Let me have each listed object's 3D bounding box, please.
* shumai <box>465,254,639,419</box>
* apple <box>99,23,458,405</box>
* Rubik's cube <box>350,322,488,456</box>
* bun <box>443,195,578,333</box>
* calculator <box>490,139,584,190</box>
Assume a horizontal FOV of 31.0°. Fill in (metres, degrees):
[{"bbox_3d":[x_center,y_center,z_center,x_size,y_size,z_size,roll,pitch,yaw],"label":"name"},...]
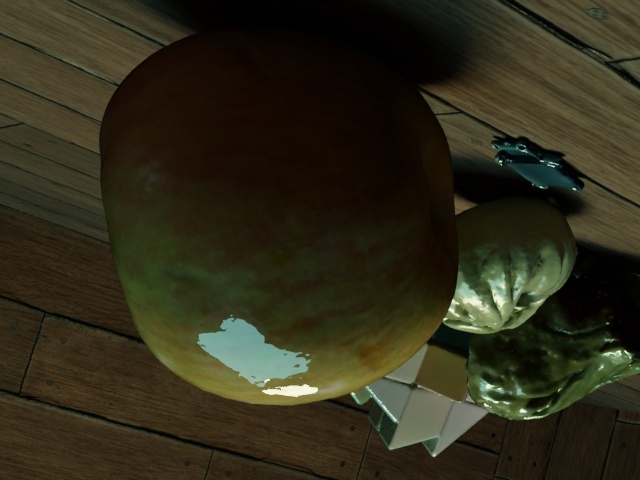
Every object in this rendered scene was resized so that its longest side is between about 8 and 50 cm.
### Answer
[{"bbox_3d":[0.412,0.180,1.828,0.288,0.292,0.330,25,-147,31],"label":"shumai"},{"bbox_3d":[-0.036,-0.027,1.186,0.347,0.391,0.391,-8,166,10],"label":"apple"},{"bbox_3d":[0.195,0.208,2.296,0.387,0.368,0.358,18,-172,-14],"label":"Rubik's cube"},{"bbox_3d":[0.236,0.045,1.598,0.259,0.160,0.259,-15,161,-5],"label":"bun"},{"bbox_3d":[0.259,-0.091,1.396,0.094,0.019,0.141,7,165,43],"label":"calculator"}]
